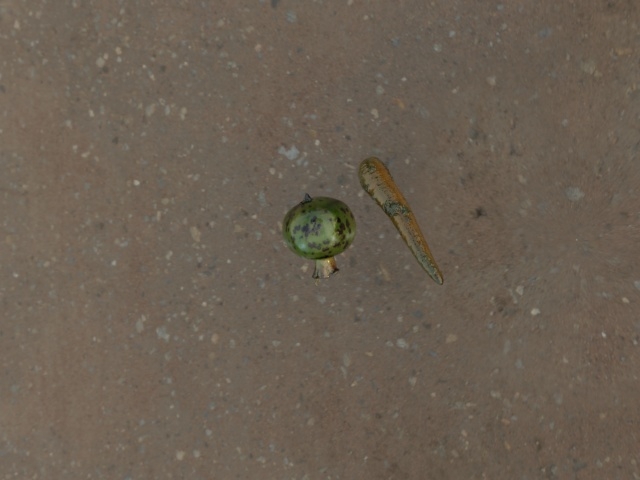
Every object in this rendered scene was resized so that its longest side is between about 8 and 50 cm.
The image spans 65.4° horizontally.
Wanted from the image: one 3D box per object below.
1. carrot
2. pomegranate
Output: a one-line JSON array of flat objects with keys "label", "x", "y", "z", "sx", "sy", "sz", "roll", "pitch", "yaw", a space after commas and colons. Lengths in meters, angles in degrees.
[{"label": "carrot", "x": 0.111, "y": -0.035, "z": 0.708, "sx": 0.049, "sy": 0.049, "sz": 0.254, "roll": -43, "pitch": 49, "yaw": 21}, {"label": "pomegranate", "x": 0.000, "y": 0.000, "z": 0.815, "sx": 0.122, "sy": 0.122, "sz": 0.161, "roll": -1, "pitch": 102, "yaw": 27}]
